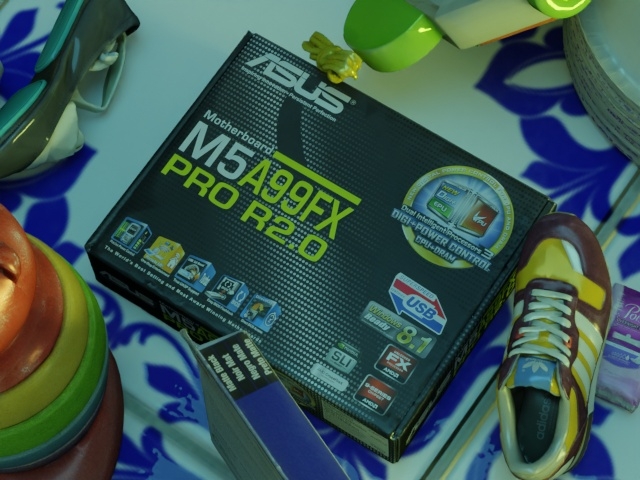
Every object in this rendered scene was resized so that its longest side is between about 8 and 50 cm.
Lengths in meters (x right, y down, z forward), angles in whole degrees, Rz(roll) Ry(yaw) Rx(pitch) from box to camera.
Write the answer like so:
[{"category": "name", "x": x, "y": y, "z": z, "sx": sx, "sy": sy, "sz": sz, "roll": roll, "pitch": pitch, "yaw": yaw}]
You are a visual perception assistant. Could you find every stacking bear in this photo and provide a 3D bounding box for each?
[{"category": "stacking bear", "x": -0.222, "y": 0.063, "z": 1.235, "sx": 0.175, "sy": 0.289, "sz": 0.164, "roll": 23, "pitch": 69, "yaw": 12}]

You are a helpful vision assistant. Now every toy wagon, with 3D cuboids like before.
[{"category": "toy wagon", "x": 0.128, "y": -0.238, "z": 1.408, "sx": 0.344, "sy": 0.068, "sz": 0.267, "roll": -47, "pitch": 36, "yaw": 0}]

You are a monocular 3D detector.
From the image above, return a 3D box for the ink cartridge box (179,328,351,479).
[{"category": "ink cartridge box", "x": -0.004, "y": 0.167, "z": 1.217, "sx": 0.045, "sy": 0.224, "sz": 0.223, "roll": -32, "pitch": 70, "yaw": -11}]

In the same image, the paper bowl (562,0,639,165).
[{"category": "paper bowl", "x": 0.324, "y": -0.182, "z": 1.402, "sx": 0.284, "sy": 0.148, "sz": 0.284, "roll": -1, "pitch": 66, "yaw": 3}]

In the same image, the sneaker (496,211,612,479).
[{"category": "sneaker", "x": 0.157, "y": 0.072, "z": 1.295, "sx": 0.069, "sy": 0.084, "sz": 0.185, "roll": 1, "pitch": 89, "yaw": 19}]

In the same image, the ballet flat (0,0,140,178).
[{"category": "ballet flat", "x": -0.196, "y": -0.107, "z": 1.432, "sx": 0.074, "sy": 0.074, "sz": 0.203, "roll": 23, "pitch": 64, "yaw": 12}]

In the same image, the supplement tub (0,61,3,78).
[{"category": "supplement tub", "x": -0.289, "y": -0.097, "z": 1.428, "sx": 0.071, "sy": 0.071, "sz": 0.107, "roll": 19, "pitch": 69, "yaw": 10}]

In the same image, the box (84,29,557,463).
[{"category": "box", "x": 0.000, "y": 0.000, "z": 1.379, "sx": 0.270, "sy": 0.060, "sz": 0.216, "roll": 31, "pitch": 71, "yaw": 15}]

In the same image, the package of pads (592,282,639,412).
[{"category": "package of pads", "x": 0.215, "y": 0.077, "z": 1.352, "sx": 0.050, "sy": 0.032, "sz": 0.083, "roll": 23, "pitch": 69, "yaw": 10}]
